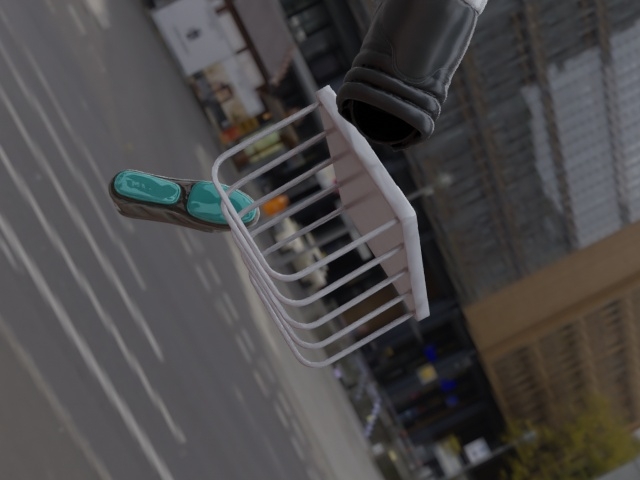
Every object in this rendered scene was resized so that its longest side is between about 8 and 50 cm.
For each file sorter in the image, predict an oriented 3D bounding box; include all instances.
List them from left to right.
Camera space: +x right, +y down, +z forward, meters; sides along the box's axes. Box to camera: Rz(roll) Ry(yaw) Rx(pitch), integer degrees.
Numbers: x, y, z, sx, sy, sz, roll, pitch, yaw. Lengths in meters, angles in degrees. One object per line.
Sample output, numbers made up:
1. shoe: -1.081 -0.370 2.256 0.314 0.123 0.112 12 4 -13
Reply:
1. file sorter: 0.000 0.000 1.525 0.193 0.173 0.278 57 -8 26

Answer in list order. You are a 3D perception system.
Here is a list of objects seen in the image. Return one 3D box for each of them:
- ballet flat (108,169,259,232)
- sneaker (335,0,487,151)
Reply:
1. ballet flat: -0.184 -0.047 1.793 0.068 0.213 0.072 91 14 -59
2. sneaker: 0.069 -0.156 1.199 0.104 0.147 0.296 28 0 -2
